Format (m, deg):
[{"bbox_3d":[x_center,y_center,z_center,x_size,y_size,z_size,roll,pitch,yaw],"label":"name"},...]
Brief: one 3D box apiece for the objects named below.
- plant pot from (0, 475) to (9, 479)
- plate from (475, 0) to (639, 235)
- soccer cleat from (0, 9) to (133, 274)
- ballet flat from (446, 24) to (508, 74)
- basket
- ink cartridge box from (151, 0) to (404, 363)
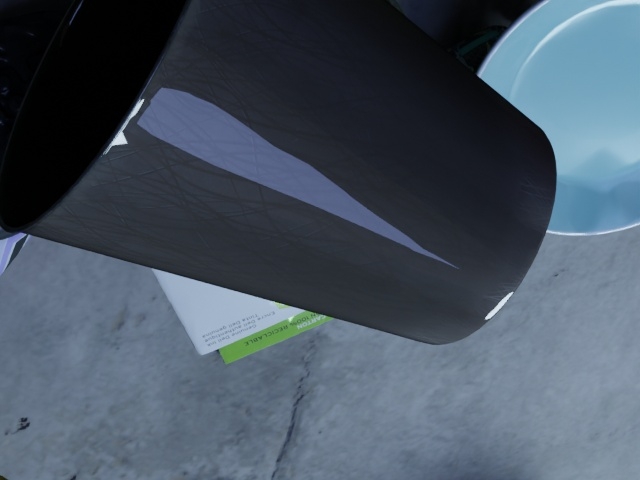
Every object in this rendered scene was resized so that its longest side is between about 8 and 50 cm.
[{"bbox_3d":[-0.310,0.228,1.084,0.254,0.254,0.239,-38,145,17],"label":"plant pot"},{"bbox_3d":[0.169,-0.083,1.084,0.188,0.024,0.188,-9,130,-11],"label":"plate"},{"bbox_3d":[-0.216,-0.004,1.034,0.318,0.108,0.116,-44,166,11],"label":"soccer cleat"},{"bbox_3d":[0.140,-0.070,1.147,0.070,0.070,0.188,-37,140,15],"label":"ballet flat"},{"bbox_3d":[-0.009,-0.049,0.919,0.227,0.154,0.204,25,112,-26],"label":"basket"},{"bbox_3d":[0.000,0.000,1.128,0.189,0.097,0.255,-24,139,0],"label":"ink cartridge box"}]
